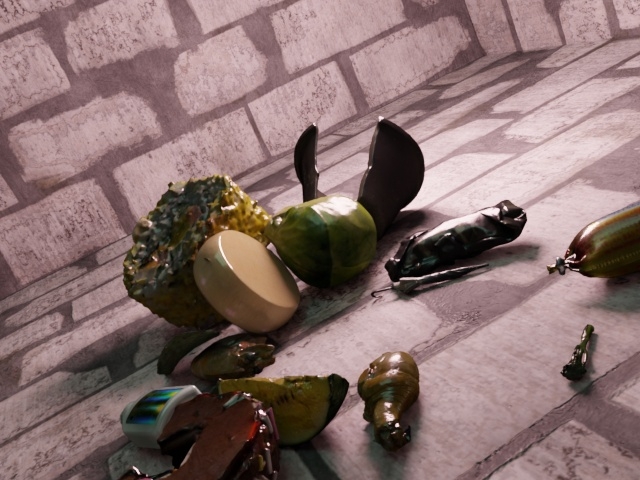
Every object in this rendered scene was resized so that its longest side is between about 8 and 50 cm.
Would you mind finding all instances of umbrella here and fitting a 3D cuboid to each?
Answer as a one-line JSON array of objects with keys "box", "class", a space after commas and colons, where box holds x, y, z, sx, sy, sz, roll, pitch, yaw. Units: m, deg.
[{"box": [0.231, 0.084, 1.547, 0.269, 0.044, 0.044, -18, 49, 20], "class": "umbrella"}]

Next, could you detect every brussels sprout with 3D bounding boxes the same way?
[{"box": [0.000, 0.000, 1.768, 0.271, 0.219, 0.210, 19, 40, 24], "class": "brussels sprout"}]

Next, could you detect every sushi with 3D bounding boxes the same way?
[{"box": [-0.338, 0.032, 1.913, 0.351, 0.240, 0.396, 5, 64, 43], "class": "sushi"}]

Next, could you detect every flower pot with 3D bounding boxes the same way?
[{"box": [0.089, -0.121, 1.944, 0.379, 0.379, 0.251, -14, 41, 27], "class": "flower pot"}]

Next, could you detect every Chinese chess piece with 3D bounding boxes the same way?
[{"box": [-0.171, 0.095, 1.663, 0.102, 0.273, 0.273, -46, 11, 18], "class": "Chinese chess piece"}]

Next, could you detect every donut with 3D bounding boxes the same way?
[{"box": [-0.180, 0.368, 1.103, 0.259, 0.136, 0.345, -16, 21, 24], "class": "donut"}]

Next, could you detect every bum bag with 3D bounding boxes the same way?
[{"box": [0.301, 0.001, 1.610, 0.340, 0.095, 0.144, -24, 24, 20], "class": "bum bag"}]

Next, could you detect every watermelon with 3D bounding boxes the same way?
[{"box": [-0.058, 0.273, 1.223, 0.301, 0.129, 0.123, -11, 28, 42], "class": "watermelon"}]

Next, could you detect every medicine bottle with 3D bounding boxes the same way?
[{"box": [-0.318, 0.344, 1.395, 0.229, 0.083, 0.121, -17, 28, 50], "class": "medicine bottle"}]

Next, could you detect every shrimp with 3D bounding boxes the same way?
[{"box": [-0.172, 0.243, 1.543, 0.168, 0.077, 0.317, -37, 16, -36], "class": "shrimp"}]

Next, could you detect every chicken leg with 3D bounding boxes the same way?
[{"box": [0.107, 0.259, 1.151, 0.103, 0.088, 0.228, -8, 28, 17], "class": "chicken leg"}]

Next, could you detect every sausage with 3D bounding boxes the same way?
[{"box": [0.556, 0.001, 1.258, 0.317, 0.117, 0.125, -23, 40, 12], "class": "sausage"}]

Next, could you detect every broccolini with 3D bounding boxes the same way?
[{"box": [0.402, 0.173, 1.110, 0.035, 0.030, 0.140, -56, -9, 36], "class": "broccolini"}]

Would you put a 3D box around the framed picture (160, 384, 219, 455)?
[{"box": [-0.201, 0.343, 1.392, 0.150, 0.015, 0.203, -13, 21, 32], "class": "framed picture"}]

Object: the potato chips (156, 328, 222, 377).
[{"box": [-0.309, 0.248, 1.638, 0.167, 0.059, 0.228, -35, -5, -17], "class": "potato chips"}]
